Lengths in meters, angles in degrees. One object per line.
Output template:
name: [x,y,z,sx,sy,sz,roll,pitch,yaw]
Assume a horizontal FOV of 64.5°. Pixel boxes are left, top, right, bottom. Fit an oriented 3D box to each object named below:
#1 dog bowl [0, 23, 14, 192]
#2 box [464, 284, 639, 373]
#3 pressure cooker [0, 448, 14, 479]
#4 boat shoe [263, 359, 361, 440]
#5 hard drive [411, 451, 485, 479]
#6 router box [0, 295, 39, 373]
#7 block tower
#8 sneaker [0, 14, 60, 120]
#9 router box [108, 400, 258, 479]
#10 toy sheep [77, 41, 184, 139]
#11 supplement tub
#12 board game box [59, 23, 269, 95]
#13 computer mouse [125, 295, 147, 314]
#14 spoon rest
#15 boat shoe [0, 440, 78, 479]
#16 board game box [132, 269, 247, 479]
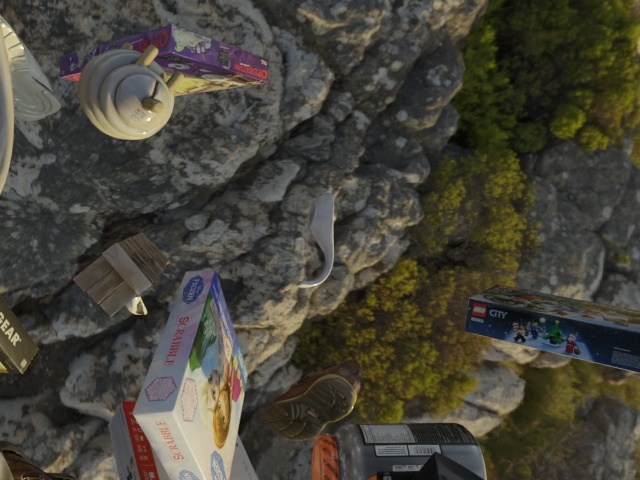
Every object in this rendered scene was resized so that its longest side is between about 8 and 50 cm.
dog bowl: [-0.318,-0.147,0.331,0.102,0.349,0.348,-7,96,-9]
box: [0.312,0.103,0.613,0.159,0.233,0.044,-4,102,-59]
pressure cooker: [-0.454,0.342,0.406,0.375,0.420,0.370,-37,111,-21]
boat shoe: [-0.008,0.204,0.647,0.064,0.178,0.060,47,40,-2]
hard drive: [0.222,0.442,0.725,0.255,0.054,0.172,36,96,-1]
router box: [-0.840,0.180,1.162,0.243,0.081,0.308,0,131,9]
block tower: [-0.366,0.054,0.966,0.097,0.335,0.091,-41,100,-8]
sneaker: [-0.455,-0.264,0.713,0.090,0.235,0.094,-20,75,-13]
router box: [-0.310,0.534,1.188,0.301,0.335,0.082,20,109,-41]
toy sheep: [-0.178,-0.137,0.474,0.091,0.132,0.091,-14,114,-34]
supplement tub: [0.148,0.466,1.014,0.316,0.193,0.193,2,91,-8]
board game box: [-0.288,-0.310,0.917,0.208,0.347,0.056,5,92,-51]
computer mouse: [-0.501,0.145,1.334,0.042,0.106,0.193,-29,151,-23]
spoon rest: [0.000,0.000,1.408,0.084,0.137,0.276,15,77,-15]
boat shoe: [-0.505,0.476,0.905,0.111,0.104,0.307,-44,140,-21]
board game box: [-0.218,0.276,0.943,0.066,0.318,0.318,-4,127,6]
